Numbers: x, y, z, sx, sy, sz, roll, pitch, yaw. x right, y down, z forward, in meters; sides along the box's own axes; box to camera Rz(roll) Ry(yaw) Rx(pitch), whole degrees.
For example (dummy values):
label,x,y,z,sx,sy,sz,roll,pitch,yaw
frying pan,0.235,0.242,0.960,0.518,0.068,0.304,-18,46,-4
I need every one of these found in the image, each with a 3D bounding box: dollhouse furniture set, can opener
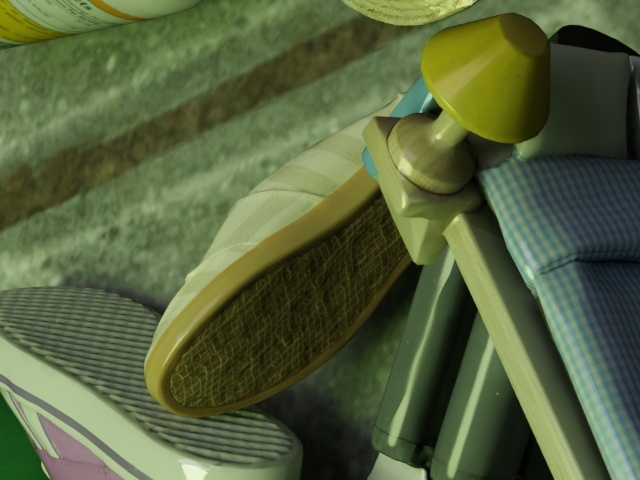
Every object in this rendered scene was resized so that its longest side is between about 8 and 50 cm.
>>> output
label,x,y,z,sx,sy,sz,roll,pitch,yaw
dollhouse furniture set,0.203,0.030,0.608,0.198,0.303,0.286,-52,48,41
can opener,0.044,0.084,0.901,0.076,0.095,0.283,23,100,42

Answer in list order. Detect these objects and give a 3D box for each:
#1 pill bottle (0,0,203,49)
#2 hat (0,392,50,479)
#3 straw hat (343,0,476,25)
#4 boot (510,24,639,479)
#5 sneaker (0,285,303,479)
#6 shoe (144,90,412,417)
label,x,y,z,sx,sy,sz,roll,pitch,yaw
pill bottle,-0.128,-0.185,1.104,0.245,0.136,0.136,-5,75,40
hat,-0.247,0.141,1.084,0.173,0.183,0.208,-12,70,38
straw hat,0.031,-0.181,0.990,0.144,0.061,0.144,-1,89,31
boot,0.083,0.112,0.822,0.260,0.131,0.348,-32,65,31
sneaker,-0.112,0.130,1.029,0.282,0.102,0.161,37,125,55
shoe,0.000,0.000,0.953,0.219,0.076,0.058,-41,39,-9
